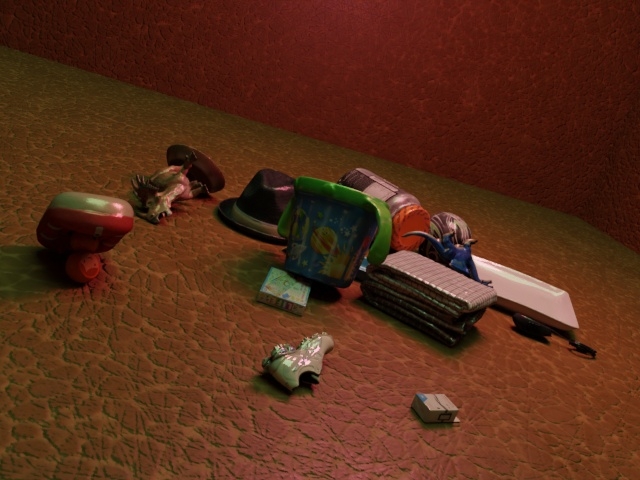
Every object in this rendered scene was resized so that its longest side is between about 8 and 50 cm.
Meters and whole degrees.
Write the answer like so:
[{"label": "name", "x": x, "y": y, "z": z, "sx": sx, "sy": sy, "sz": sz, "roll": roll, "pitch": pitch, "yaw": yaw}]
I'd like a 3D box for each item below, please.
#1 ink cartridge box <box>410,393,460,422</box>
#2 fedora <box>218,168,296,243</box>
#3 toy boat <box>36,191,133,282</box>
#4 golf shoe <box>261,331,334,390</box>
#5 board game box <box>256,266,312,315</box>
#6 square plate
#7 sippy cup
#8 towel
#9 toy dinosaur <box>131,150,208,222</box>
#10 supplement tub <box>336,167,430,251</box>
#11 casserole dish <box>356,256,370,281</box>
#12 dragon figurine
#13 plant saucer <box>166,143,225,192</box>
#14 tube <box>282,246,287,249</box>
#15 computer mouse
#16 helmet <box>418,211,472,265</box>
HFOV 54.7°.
[{"label": "ink cartridge box", "x": 0.210, "y": 0.298, "z": 1.102, "sx": 0.083, "sy": 0.028, "sz": 0.048, "roll": 9, "pitch": 20, "yaw": -30}, {"label": "fedora", "x": -0.133, "y": -0.117, "z": 1.797, "sx": 0.334, "sy": 0.152, "sz": 0.334, "roll": 17, "pitch": 17, "yaw": -5}, {"label": "toy boat", "x": -0.440, "y": 0.004, "z": 1.152, "sx": 0.151, "sy": 0.151, "sz": 0.231, "roll": 7, "pitch": -22, "yaw": -32}, {"label": "golf shoe", "x": -0.023, "y": 0.218, "z": 1.085, "sx": 0.176, "sy": 0.069, "sz": 0.086, "roll": -10, "pitch": 53, "yaw": -52}, {"label": "board game box", "x": -0.077, "y": 0.111, "z": 1.377, "sx": 0.103, "sy": 0.026, "sz": 0.154, "roll": 19, "pitch": 17, "yaw": 0}, {"label": "square plate", "x": 0.593, "y": 0.158, "z": 1.884, "sx": 0.347, "sy": 0.049, "sz": 0.344, "roll": 22, "pitch": 17, "yaw": 11}, {"label": "sippy cup", "x": 0.023, "y": -0.011, "z": 1.469, "sx": 0.240, "sy": 0.224, "sz": 0.305, "roll": 17, "pitch": -2, "yaw": -7}, {"label": "towel", "x": 0.266, "y": 0.133, "z": 1.520, "sx": 0.284, "sy": 0.121, "sz": 0.235, "roll": 26, "pitch": 17, "yaw": 26}, {"label": "toy dinosaur", "x": -0.421, "y": -0.144, "z": 1.666, "sx": 0.200, "sy": 0.127, "sz": 0.296, "roll": -26, "pitch": 15, "yaw": -15}, {"label": "supplement tub", "x": 0.193, "y": -0.094, "z": 1.994, "sx": 0.194, "sy": 0.193, "sz": 0.316, "roll": 4, "pitch": 24, "yaw": -40}, {"label": "casserole dish", "x": 0.085, "y": 0.065, "z": 1.663, "sx": 0.188, "sy": 0.037, "sz": 0.114, "roll": 22, "pitch": 17, "yaw": 7}, {"label": "dragon figurine", "x": 0.352, "y": 0.060, "z": 1.658, "sx": 0.289, "sy": 0.144, "sz": 0.085, "roll": 18, "pitch": -28, "yaw": -31}, {"label": "plant saucer", "x": -0.377, "y": -0.201, "z": 1.832, "sx": 0.199, "sy": 0.198, "sz": 0.036, "roll": 22, "pitch": 59, "yaw": 11}, {"label": "tube", "x": 0.000, "y": 0.000, "z": 1.719, "sx": 0.062, "sy": 0.070, "sz": 0.240, "roll": 32, "pitch": 22, "yaw": 29}, {"label": "computer mouse", "x": 0.619, "y": 0.258, "z": 1.643, "sx": 0.242, "sy": 0.041, "sz": 0.071, "roll": 25, "pitch": 1, "yaw": 4}, {"label": "helmet", "x": 0.401, "y": -0.008, "z": 1.978, "sx": 0.169, "sy": 0.161, "sz": 0.169, "roll": 9, "pitch": 8, "yaw": -1}]
